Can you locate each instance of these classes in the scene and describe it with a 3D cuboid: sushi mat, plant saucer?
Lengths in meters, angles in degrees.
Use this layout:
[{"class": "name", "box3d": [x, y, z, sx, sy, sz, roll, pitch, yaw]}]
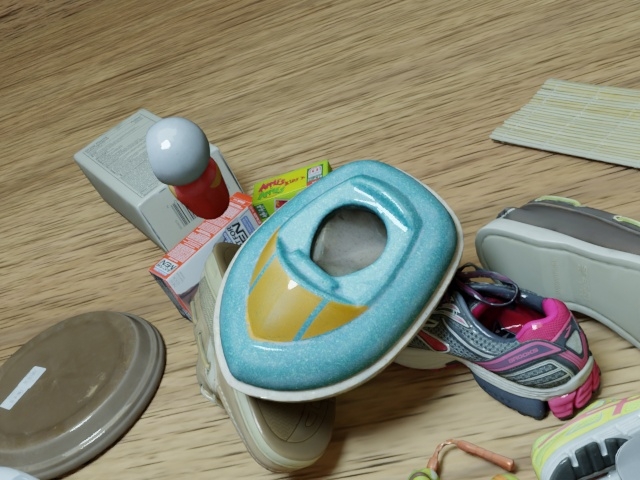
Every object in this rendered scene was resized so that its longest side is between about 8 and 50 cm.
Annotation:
[{"class": "sushi mat", "box3d": [0.383, -0.150, 0.992, 0.151, 0.019, 0.316, -44, 38, -21]}, {"class": "plant saucer", "box3d": [-0.335, 0.189, 1.012, 0.278, 0.041, 0.278, -17, 36, 13]}]

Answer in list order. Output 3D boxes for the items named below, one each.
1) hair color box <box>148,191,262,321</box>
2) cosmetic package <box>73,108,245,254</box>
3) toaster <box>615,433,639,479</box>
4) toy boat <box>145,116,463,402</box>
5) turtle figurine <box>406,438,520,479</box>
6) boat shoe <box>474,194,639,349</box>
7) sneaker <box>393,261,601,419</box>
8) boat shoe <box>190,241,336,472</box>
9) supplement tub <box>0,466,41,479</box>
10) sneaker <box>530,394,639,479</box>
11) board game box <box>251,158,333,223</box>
[{"class": "hair color box", "box3d": [-0.138, 0.024, 1.052, 0.167, 0.093, 0.053, -44, 38, -21]}, {"class": "cosmetic package", "box3d": [-0.274, -0.106, 1.291, 0.160, 0.113, 0.309, -38, 36, -15]}, {"class": "toaster", "box3d": [0.277, 0.214, 0.475, 0.110, 0.168, 0.185, -26, 34, 7]}, {"class": "toy boat", "box3d": [-0.041, -0.001, 0.745, 0.318, 0.148, 0.267, 35, 77, 23]}, {"class": "turtle figurine", "box3d": [0.091, 0.249, 0.588, 0.217, 0.087, 0.269, -37, 22, -8]}, {"class": "boat shoe", "box3d": [0.301, 0.035, 0.731, 0.097, 0.116, 0.324, -35, 37, -27]}, {"class": "sneaker", "box3d": [0.140, 0.070, 0.792, 0.299, 0.112, 0.121, 14, 52, 45]}, {"class": "boat shoe", "box3d": [-0.077, 0.138, 0.870, 0.110, 0.122, 0.341, -57, 29, 21]}, {"class": "supplement tub", "box3d": [-0.308, 0.367, 0.641, 0.193, 0.193, 0.316, 4, 45, 37]}, {"class": "sneaker", "box3d": [0.265, 0.154, 0.636, 0.208, 0.081, 0.094, -16, 5, -6]}, {"class": "board game box", "box3d": [0.000, 0.000, 0.912, 0.092, 0.181, 0.043, -17, 36, 15]}]
